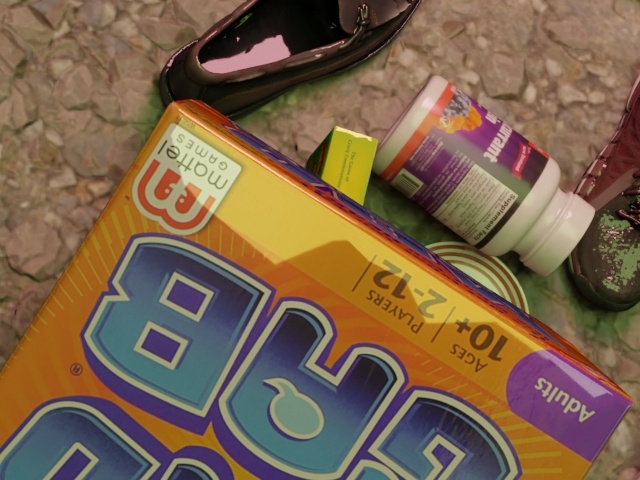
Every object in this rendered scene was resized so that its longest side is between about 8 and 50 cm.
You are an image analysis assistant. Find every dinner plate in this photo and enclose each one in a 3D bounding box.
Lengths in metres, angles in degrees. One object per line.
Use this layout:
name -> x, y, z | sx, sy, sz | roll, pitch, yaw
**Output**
dinner plate -> 0.124, 0.070, 1.534 | 0.141, 0.017, 0.141 | 4, 75, -14

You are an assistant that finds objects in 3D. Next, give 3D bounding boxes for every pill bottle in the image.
pill bottle -> 0.150, -0.054, 1.527 | 0.193, 0.108, 0.108 | 36, 69, -3

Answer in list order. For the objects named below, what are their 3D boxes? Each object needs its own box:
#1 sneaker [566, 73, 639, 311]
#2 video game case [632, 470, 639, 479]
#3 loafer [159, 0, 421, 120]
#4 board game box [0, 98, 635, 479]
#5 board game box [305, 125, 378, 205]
sneaker -> 0.320, -0.078, 1.548 | 0.106, 0.162, 0.281 | 24, 70, -7
video game case -> 0.429, 0.197, 1.501 | 0.204, 0.025, 0.285 | 38, 97, 2
loafer -> -0.008, -0.203, 1.533 | 0.302, 0.095, 0.109 | -34, 86, -20
board game box -> -0.045, 0.139, 1.234 | 0.356, 0.356, 0.356 | 33, 93, -4
board game box -> 0.000, 0.000, 1.481 | 0.043, 0.092, 0.181 | 17, 71, -11
